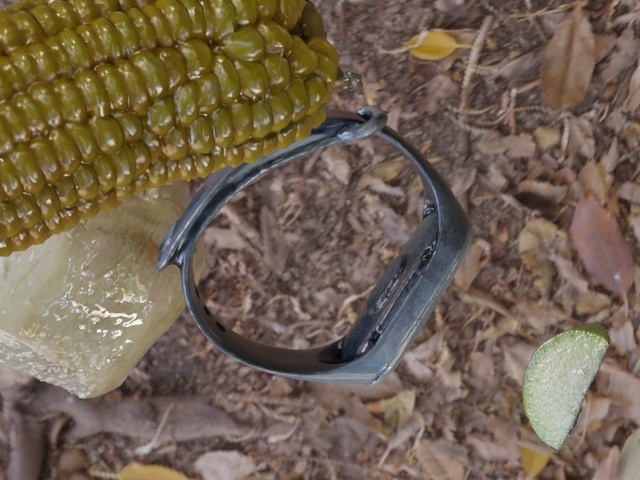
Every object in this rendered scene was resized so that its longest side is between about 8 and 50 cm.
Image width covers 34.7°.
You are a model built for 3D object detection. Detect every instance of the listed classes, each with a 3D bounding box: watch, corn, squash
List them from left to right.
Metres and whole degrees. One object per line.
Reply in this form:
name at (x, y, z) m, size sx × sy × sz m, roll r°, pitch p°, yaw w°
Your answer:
corn at (-0.131, -0.041, 0.413) m, size 0.102 × 0.312 × 0.102 m, roll 45°, pitch 149°, yaw 36°
watch at (0.000, 0.000, 0.738) m, size 0.193 × 0.068 × 0.206 m, roll 30°, pitch 99°, yaw -14°
squash at (0.339, 0.193, 1.507) m, size 0.085 × 0.184 × 0.192 m, roll 23°, pitch 98°, yaw 0°

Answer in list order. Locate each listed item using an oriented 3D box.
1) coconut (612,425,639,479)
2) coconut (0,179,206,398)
coconut at (0.384, 0.245, 0.998) m, size 0.224 × 0.224 × 0.224 m, roll 6°, pitch 108°, yaw 20°
coconut at (-0.260, -0.006, 1.040) m, size 0.297 × 0.297 × 0.255 m, roll 32°, pitch 100°, yaw 10°
